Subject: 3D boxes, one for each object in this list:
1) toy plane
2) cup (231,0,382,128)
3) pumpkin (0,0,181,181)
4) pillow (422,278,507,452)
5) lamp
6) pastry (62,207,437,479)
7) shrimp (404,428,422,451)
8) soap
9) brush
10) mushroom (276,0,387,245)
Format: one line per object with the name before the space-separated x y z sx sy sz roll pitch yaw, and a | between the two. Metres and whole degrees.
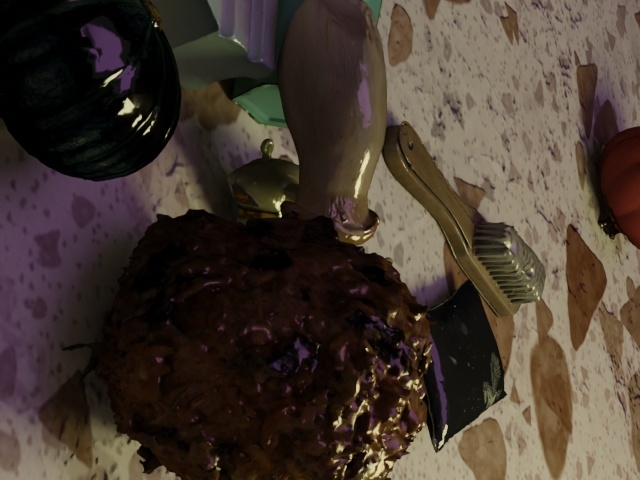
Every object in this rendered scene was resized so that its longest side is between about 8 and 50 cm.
toy plane | 0.000 0.000 1.612 0.286 0.092 0.108 30 78 -56
cup | -0.003 -0.222 1.611 0.148 0.134 0.235 87 10 -70
pumpkin | -0.172 -0.132 1.248 0.194 0.150 0.194 -4 90 -73
pillow | 0.137 0.122 1.855 0.208 0.055 0.141 -20 98 -66
lamp | 0.428 -0.059 2.391 0.182 0.140 0.182 51 23 -31
pastry | -0.044 0.097 1.357 0.275 0.275 0.193 -40 154 -59
shrimp | 0.045 0.142 1.708 0.195 0.035 0.148 -21 98 -60
soap | -0.105 -0.286 1.477 0.173 0.095 0.289 34 54 -56
brush | 0.162 -0.021 1.945 0.327 0.065 0.070 48 45 -45
mushroom | 0.011 -0.100 1.485 0.097 0.088 0.212 27 60 -83
